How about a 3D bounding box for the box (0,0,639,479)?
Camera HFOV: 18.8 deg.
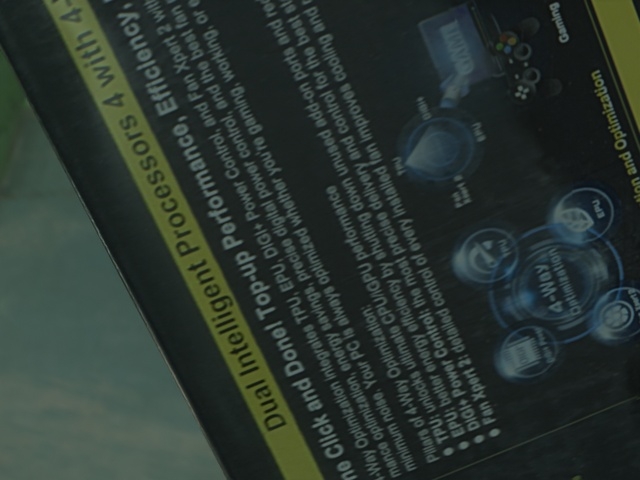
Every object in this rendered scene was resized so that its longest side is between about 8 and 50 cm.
[{"bbox_3d":[0.108,-0.039,0.456,0.318,0.395,0.097,-26,25,0],"label":"box"}]
